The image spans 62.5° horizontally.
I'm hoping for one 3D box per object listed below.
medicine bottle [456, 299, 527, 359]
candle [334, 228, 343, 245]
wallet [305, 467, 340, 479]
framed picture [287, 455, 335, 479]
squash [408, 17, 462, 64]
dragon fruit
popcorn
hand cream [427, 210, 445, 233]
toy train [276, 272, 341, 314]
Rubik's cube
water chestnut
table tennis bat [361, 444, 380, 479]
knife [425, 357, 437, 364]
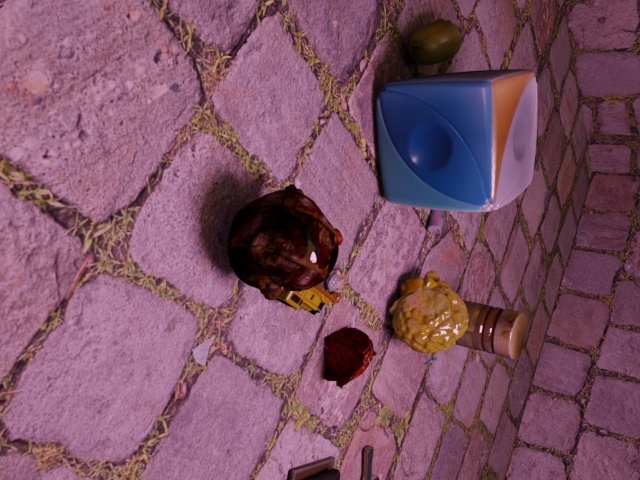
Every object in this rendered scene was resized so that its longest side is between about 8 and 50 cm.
[{"bbox_3d":[0.495,0.278,1.744,0.151,0.322,0.151,-14,108,-50],"label":"medicine bottle"},{"bbox_3d":[0.000,0.000,1.282,0.162,0.048,0.053,-3,117,-52],"label":"candle"},{"bbox_3d":[-0.033,0.679,1.344,0.250,0.044,0.149,12,90,-54],"label":"wallet"},{"bbox_3d":[-0.039,0.715,1.393,0.189,0.023,0.260,13,87,-52],"label":"framed picture"},{"bbox_3d":[0.321,-0.568,1.525,0.186,0.123,0.123,-34,122,-45],"label":"squash"},{"bbox_3d":[0.090,0.309,1.379,0.127,0.161,0.121,-13,106,-39],"label":"dragon fruit"},{"bbox_3d":[0.334,0.233,1.633,0.259,0.259,0.212,-50,147,-34],"label":"popcorn"},{"bbox_3d":[0.403,-0.105,1.786,0.076,0.047,0.174,49,50,-44],"label":"hand cream"},{"bbox_3d":[-0.034,0.106,1.232,0.127,0.089,0.219,-59,139,-11],"label":"toy train"},{"bbox_3d":[0.383,-0.286,1.470,0.347,0.351,0.352,-25,114,-48],"label":"Rubik's cube"},{"bbox_3d":[-0.067,-0.007,1.053,0.224,0.223,0.238,51,46,-44],"label":"water chestnut"},{"bbox_3d":[0.139,0.780,1.633,0.173,0.022,0.301,-11,107,-50],"label":"table tennis bat"},{"bbox_3d":[0.401,0.438,1.914,0.091,0.005,0.014,-3,100,-51],"label":"knife"}]
